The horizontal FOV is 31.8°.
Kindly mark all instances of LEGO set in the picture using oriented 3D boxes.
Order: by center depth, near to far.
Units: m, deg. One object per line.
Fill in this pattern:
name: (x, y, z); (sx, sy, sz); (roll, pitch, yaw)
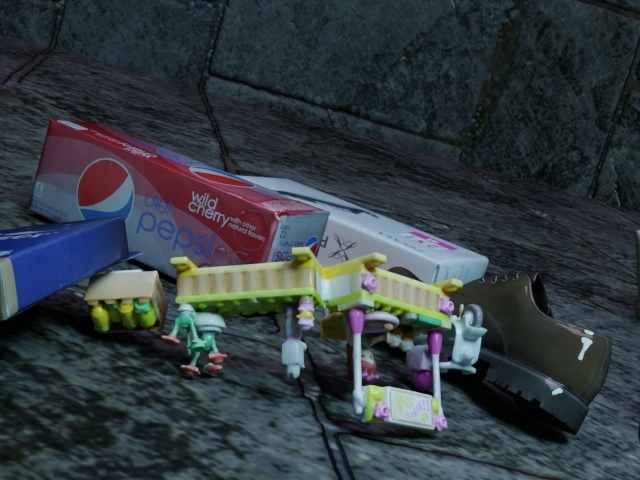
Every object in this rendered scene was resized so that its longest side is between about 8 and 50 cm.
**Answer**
LEGO set: (-0.011, 0.075, 0.754); (0.287, 0.107, 0.132); (7, -21, -22)

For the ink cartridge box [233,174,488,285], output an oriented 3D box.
ink cartridge box: (0.000, 0.000, 1.147); (0.275, 0.060, 0.239); (23, 11, 28)

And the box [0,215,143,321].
box: (-0.209, 0.016, 0.697); (0.136, 0.036, 0.225); (-5, 6, 11)

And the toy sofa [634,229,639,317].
toy sofa: (0.500, 0.099, 1.251); (0.150, 0.177, 0.362); (-11, 17, -10)

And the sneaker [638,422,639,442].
sneaker: (0.277, 0.152, 0.681); (0.188, 0.066, 0.071); (32, 22, -9)

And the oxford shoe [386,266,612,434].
oxford shoe: (0.136, 0.064, 0.898); (0.227, 0.096, 0.083); (28, -8, 40)

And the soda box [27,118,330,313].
soda box: (-0.129, -0.025, 0.983); (0.263, 0.092, 0.083); (22, 12, 28)
